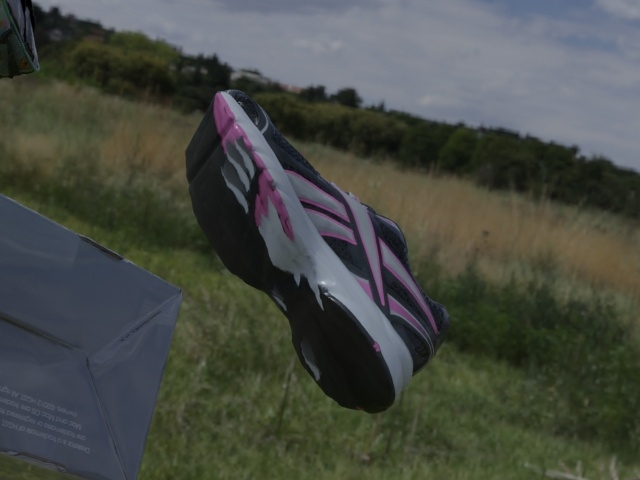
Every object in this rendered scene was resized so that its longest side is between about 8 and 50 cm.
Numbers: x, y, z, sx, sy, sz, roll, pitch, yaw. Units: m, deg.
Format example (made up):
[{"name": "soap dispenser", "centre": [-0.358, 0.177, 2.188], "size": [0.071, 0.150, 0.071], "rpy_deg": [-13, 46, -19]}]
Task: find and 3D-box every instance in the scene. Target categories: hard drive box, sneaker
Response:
[{"name": "hard drive box", "centre": [-0.205, 0.038, 0.402], "size": [0.232, 0.089, 0.181], "rpy_deg": [-11, -32, 40]}, {"name": "sneaker", "centre": [0.000, 0.000, 0.510], "size": [0.077, 0.178, 0.072], "rpy_deg": [-28, -5, -42]}]

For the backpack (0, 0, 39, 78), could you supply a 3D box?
[{"name": "backpack", "centre": [-0.328, -0.229, 0.834], "size": [0.145, 0.165, 0.188], "rpy_deg": [-18, -16, -19]}]

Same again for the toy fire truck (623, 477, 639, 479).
[{"name": "toy fire truck", "centre": [0.238, 0.209, 0.670], "size": [0.135, 0.192, 0.047], "rpy_deg": [36, -34, 17]}]
